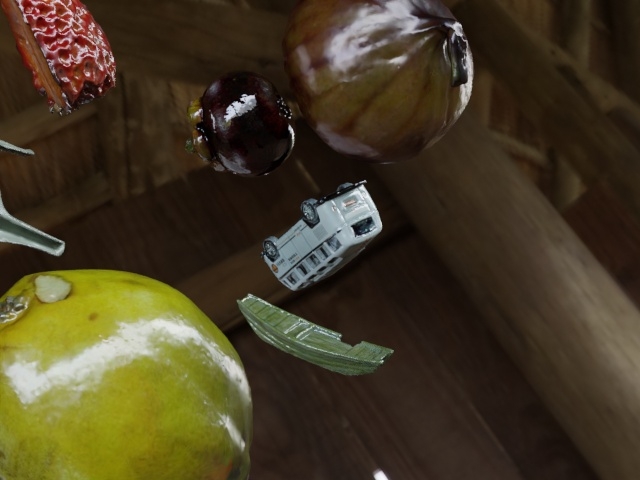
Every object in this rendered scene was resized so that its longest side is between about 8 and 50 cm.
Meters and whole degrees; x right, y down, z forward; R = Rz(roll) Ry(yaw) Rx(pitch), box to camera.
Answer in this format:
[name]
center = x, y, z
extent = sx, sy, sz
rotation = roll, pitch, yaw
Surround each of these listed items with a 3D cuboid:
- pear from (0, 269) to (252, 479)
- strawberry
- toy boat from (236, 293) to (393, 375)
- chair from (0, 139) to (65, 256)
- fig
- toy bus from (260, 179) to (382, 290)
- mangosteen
[pear]
center = -0.208, 0.168, 1.142
extent = 0.269, 0.269, 0.321
rotation = -42, -59, 16
[strawberry]
center = -0.452, -0.357, 1.956
extent = 0.150, 0.280, 0.253
rotation = -28, 1, -16
[toy boat]
center = -0.017, 0.172, 1.982
extent = 0.093, 0.293, 0.055
rotation = -28, -44, -61
[chair]
center = -0.534, -0.048, 1.580
extent = 0.190, 0.203, 0.274
rotation = -30, -25, 15
[fig]
center = 0.073, -0.209, 1.300
extent = 0.235, 0.235, 0.214
rotation = -14, -33, -38
[toy bus]
center = 0.000, 0.000, 1.464
extent = 0.087, 0.089, 0.194
rotation = -26, -9, -39
[mangosteen]
center = -0.101, -0.134, 1.346
extent = 0.140, 0.140, 0.140
rotation = -28, -25, -14
